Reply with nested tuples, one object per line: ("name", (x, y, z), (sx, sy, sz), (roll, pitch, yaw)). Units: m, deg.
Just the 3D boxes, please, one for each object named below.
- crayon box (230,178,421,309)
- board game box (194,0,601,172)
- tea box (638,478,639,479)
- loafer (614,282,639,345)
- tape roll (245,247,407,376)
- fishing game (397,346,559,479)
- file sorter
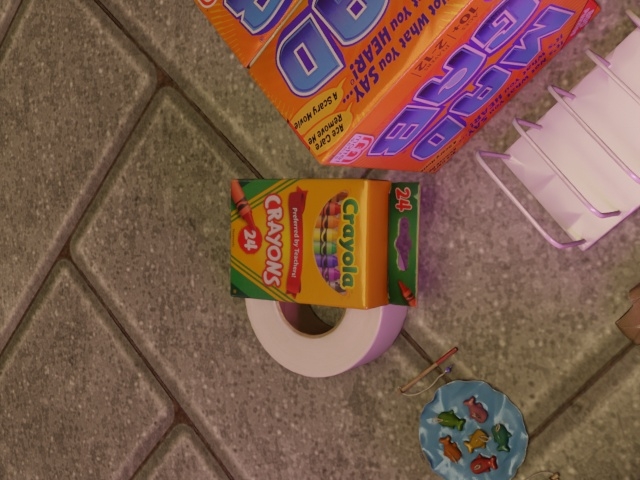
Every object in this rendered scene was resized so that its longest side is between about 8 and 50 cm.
("crayon box", (0.000, 0.000, 1.183), (0.319, 0.081, 0.202), (2, 93, 32))
("board game box", (0.105, -0.349, 1.054), (0.356, 0.357, 0.356), (-46, 69, 26))
("tea box", (0.518, 0.436, 0.908), (0.323, 0.220, 0.329), (46, 114, 22))
("loafer", (0.457, 0.075, 1.028), (0.050, 0.056, 0.147), (27, 106, 22))
("tape roll", (0.008, 0.090, 1.288), (0.286, 0.100, 0.286), (1, 92, 33))
("fishing game", (0.237, 0.317, 1.189), (0.189, 0.041, 0.264), (-42, 70, 24))
("file sorter", (0.383, -0.143, 0.997), (0.277, 0.173, 0.192), (-45, 70, 25))
